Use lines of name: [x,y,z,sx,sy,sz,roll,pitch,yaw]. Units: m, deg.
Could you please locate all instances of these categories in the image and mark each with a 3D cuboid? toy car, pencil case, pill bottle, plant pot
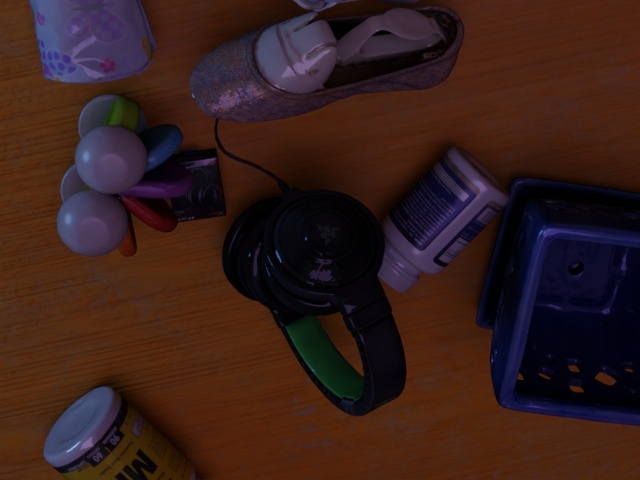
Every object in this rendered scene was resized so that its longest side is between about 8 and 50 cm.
toy car: [-0.210,-0.065,1.391,0.136,0.159,0.182,14,111,-14]
pencil case: [-0.250,-0.299,1.308,0.124,0.113,0.273,-18,117,-25]
pill bottle: [0.132,-0.021,1.485,0.094,0.094,0.169,38,105,-20]
pill bottle: [-0.231,0.289,1.572,0.119,0.119,0.208,-38,113,11]
plant pot: [0.314,0.058,1.476,0.236,0.212,0.235,7,113,-10]

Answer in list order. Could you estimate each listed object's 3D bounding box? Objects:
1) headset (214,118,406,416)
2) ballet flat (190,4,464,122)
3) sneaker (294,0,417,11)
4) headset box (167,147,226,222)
headset: [0.000,0.000,1.424,0.185,0.243,0.394,-28,98,-20]
ballet flat: [0.016,-0.202,1.336,0.316,0.106,0.107,-16,76,-26]
sneaker: [0.017,-0.281,1.323,0.229,0.087,0.092,13,69,-35]
headset box: [-0.145,-0.067,1.467,0.062,0.032,0.083,-8,116,-2]
